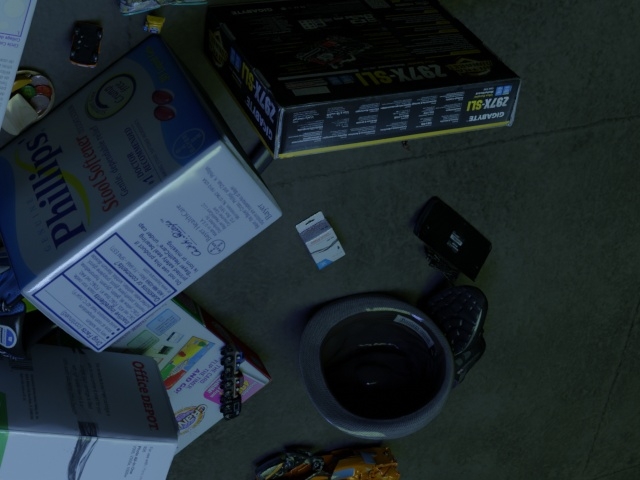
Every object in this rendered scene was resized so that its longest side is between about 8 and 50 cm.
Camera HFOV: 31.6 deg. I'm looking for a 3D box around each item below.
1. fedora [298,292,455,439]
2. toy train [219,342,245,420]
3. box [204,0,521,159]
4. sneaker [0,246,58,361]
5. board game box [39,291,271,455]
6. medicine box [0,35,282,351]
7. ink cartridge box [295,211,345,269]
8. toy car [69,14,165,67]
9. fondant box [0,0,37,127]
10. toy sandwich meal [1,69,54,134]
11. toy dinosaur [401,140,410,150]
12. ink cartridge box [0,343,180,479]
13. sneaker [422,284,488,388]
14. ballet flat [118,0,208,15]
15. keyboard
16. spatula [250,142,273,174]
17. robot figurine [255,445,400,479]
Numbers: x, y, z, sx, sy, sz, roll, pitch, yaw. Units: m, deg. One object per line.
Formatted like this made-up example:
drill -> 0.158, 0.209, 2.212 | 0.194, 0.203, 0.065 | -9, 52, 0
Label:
fedora -> 0.080, 0.217, 1.859 | 0.275, 0.244, 0.124 | -15, 162, -24
toy train -> -0.135, 0.218, 1.747 | 0.036, 0.027, 0.158 | -15, 133, -23
box -> 0.046, -0.217, 1.409 | 0.322, 0.257, 0.079 | -10, 132, -23
sneaker -> -0.442, 0.081, 1.468 | 0.330, 0.147, 0.130 | -13, 132, -18
board game box -> -0.258, 0.199, 1.728 | 0.242, 0.064, 0.316 | -38, 135, 5
medicine box -> -0.236, -0.062, 1.377 | 0.289, 0.263, 0.149 | -36, 135, 2
ink cartridge box -> 0.000, 0.000, 1.729 | 0.048, 0.028, 0.083 | -31, 135, -3
toy car -> -0.247, -0.235, 1.375 | 0.122, 0.060, 0.040 | -8, 162, -15
fondant box -> -0.446, -0.245, 1.226 | 0.238, 0.096, 0.330 | 5, 123, -33
toy sandwich meal -> -0.364, -0.169, 1.381 | 0.085, 0.029, 0.086 | -15, 133, -17
toy dinosaur -> 0.138, -0.182, 1.661 | 0.082, 0.047, 0.090 | -47, 168, 1
ink cartridge box -> -0.356, 0.243, 1.516 | 0.289, 0.211, 0.122 | 10, 114, -23
sneaker -> 0.236, 0.165, 1.958 | 0.124, 0.107, 0.283 | -18, 148, -34
ballet flat -> -0.189, -0.298, 1.365 | 0.114, 0.041, 0.041 | -13, 132, -21
keyboard -> 0.205, 0.006, 1.857 | 0.192, 0.038, 0.100 | 36, 81, -43
spatula -> -0.130, -0.065, 1.600 | 0.296, 0.030, 0.084 | -46, 135, 12
robot figurine -> -0.005, 0.465, 2.082 | 0.291, 0.085, 0.211 | -5, 128, -26
